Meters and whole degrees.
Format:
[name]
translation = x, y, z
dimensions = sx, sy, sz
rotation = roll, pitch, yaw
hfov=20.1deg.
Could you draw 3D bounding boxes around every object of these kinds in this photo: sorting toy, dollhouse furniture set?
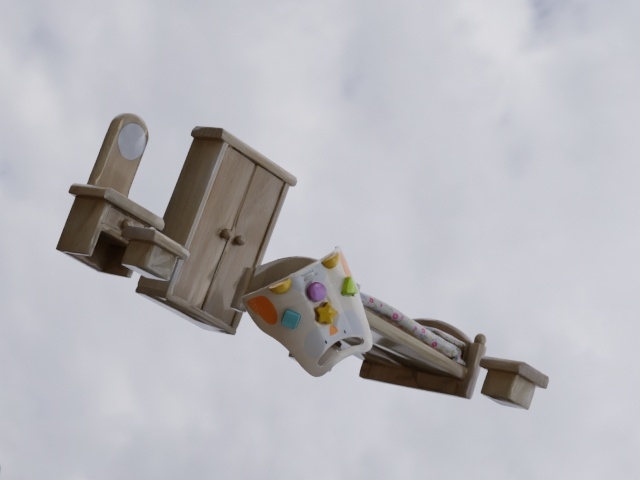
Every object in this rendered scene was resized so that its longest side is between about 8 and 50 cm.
[sorting toy]
translation = 0.001, 0.053, 1.269
dimensions = 0.075, 0.083, 0.045
rotation = 63, -19, -4
[dollhouse furniture set]
translation = 0.000, 0.000, 1.612
dimensions = 0.355, 0.303, 0.174
rotation = 7, -107, 44
